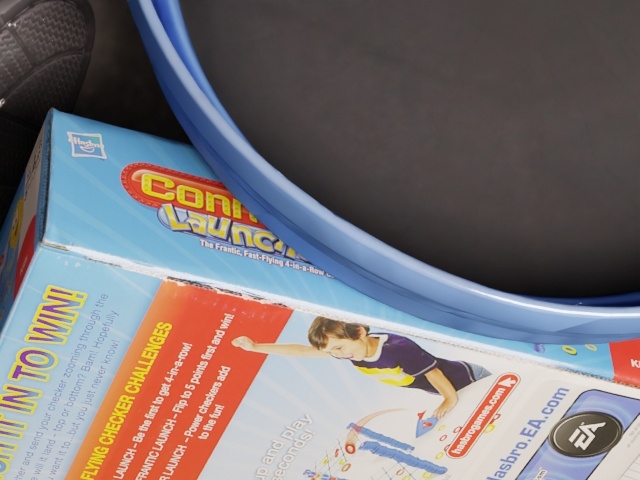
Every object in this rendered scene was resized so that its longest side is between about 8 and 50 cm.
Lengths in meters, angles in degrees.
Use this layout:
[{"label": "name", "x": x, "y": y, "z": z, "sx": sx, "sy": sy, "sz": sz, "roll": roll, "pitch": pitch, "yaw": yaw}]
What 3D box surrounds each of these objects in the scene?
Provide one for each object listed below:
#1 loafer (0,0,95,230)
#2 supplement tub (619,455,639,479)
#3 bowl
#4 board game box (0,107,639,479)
[{"label": "loafer", "x": -0.222, "y": -0.010, "z": 0.933, "sx": 0.302, "sy": 0.095, "sz": 0.109, "roll": -58, "pitch": 150, "yaw": 5}, {"label": "supplement tub", "x": 0.206, "y": 0.060, "z": 1.044, "sx": 0.194, "sy": 0.193, "sz": 0.316, "roll": 2, "pitch": 110, "yaw": -19}, {"label": "bowl", "x": 0.099, "y": -0.134, "z": 0.876, "sx": 0.391, "sy": 0.077, "sz": 0.391, "roll": 4, "pitch": 66, "yaw": -10}, {"label": "board game box", "x": -0.032, "y": 0.105, "z": 0.954, "sx": 0.302, "sy": 0.086, "sz": 0.308, "roll": 15, "pitch": 133, "yaw": -17}]
